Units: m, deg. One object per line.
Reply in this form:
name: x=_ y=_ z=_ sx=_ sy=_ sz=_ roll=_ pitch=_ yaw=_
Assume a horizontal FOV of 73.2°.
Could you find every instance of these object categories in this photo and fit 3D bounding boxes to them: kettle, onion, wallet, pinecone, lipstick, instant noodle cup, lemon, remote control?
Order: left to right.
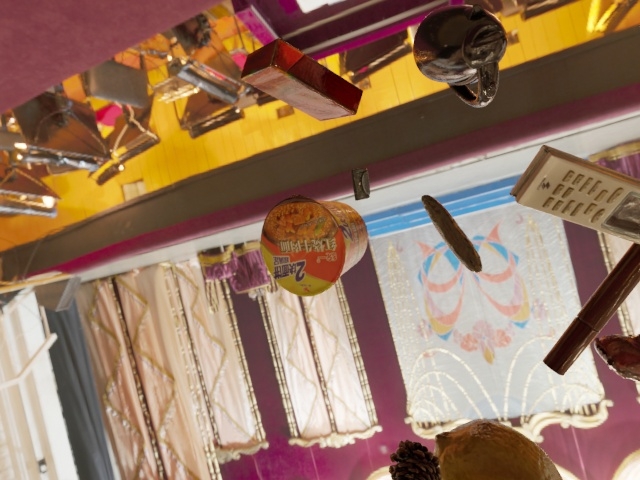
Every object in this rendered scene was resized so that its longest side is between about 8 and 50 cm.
instant noodle cup: x=0.000 y=0.000 z=0.958 sx=0.213 sy=0.214 sz=0.174 roll=-15 pitch=-178 yaw=32
wallet: x=0.172 y=-0.234 z=1.790 sx=0.088 sy=0.130 sz=0.026 roll=-16 pitch=-169 yaw=-36
pinecone: x=0.172 y=0.422 z=0.784 sx=0.102 sy=0.103 sz=0.109 roll=-15 pitch=179 yaw=11
kettle: x=0.411 y=-0.511 z=1.200 sx=0.207 sy=0.269 sz=0.290 roll=-20 pitch=-153 yaw=-1
lemon: x=0.357 y=0.504 z=0.878 sx=0.267 sy=0.268 sz=0.267 roll=-14 pitch=179 yaw=0
remote control: x=0.495 y=-0.077 z=0.776 sx=0.276 sy=0.103 sz=0.056 roll=16 pitch=-145 yaw=-10
lipstick: x=0.616 y=0.143 z=0.942 sx=0.057 sy=0.357 sz=0.057 roll=26 pitch=-165 yaw=-8
onion: x=0.959 y=0.351 z=1.341 sx=0.183 sy=0.147 sz=0.184 roll=30 pitch=-173 yaw=-4

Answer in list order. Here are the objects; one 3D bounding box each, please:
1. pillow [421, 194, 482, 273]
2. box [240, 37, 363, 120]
pillow: x=0.315 y=-0.013 z=1.026 sx=0.051 sy=0.241 sz=0.093 roll=-37 pitch=147 yaw=13
box: x=-0.055 y=-0.468 z=1.293 sx=0.313 sy=0.089 sz=0.197 roll=17 pitch=178 yaw=-35
